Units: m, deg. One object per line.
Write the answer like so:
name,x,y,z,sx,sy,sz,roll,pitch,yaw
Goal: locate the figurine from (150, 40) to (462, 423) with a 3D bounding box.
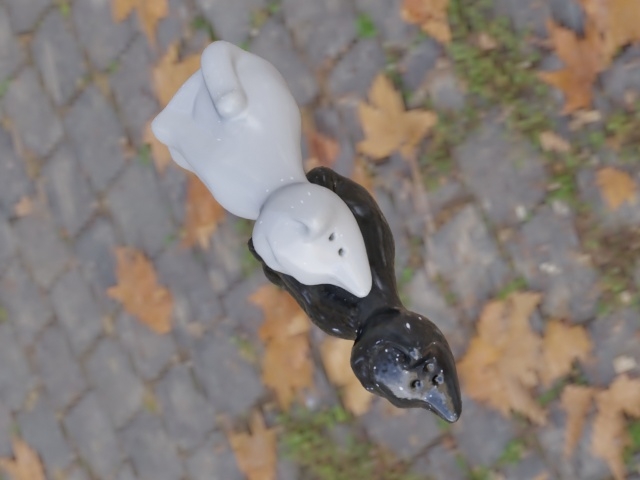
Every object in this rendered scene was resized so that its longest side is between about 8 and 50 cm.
figurine,0.000,0.000,1.230,0.215,0.092,0.209,52,180,-41
